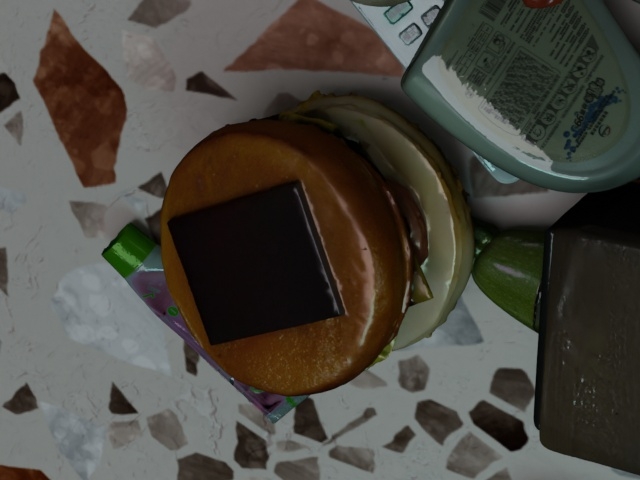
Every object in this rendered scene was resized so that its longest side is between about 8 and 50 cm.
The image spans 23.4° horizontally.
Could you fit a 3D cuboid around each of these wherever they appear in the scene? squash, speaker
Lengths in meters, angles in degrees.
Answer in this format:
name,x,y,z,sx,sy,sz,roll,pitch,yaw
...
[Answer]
name,x,y,z,sx,sy,sz,roll,pitch,yaw
squash,0.178,0.025,1.517,0.132,0.105,0.105,21,123,27
speaker,0.309,0.081,1.427,0.193,0.153,0.230,12,115,28

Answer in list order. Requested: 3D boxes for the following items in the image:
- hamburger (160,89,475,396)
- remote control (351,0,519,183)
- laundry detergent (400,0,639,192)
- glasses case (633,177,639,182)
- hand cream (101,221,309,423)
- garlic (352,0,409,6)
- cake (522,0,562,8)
name,x,y,z,sx,sy,sz,roll,pitch,yaw
hamburger,0.000,0.000,1.480,0.291,0.225,0.291,12,114,29
remote control,0.121,-0.191,1.438,0.103,0.051,0.293,-38,97,15
laundry detergent,0.233,-0.144,1.359,0.281,0.105,0.215,30,84,-2
glasses case,0.344,-0.077,1.418,0.170,0.041,0.064,10,120,16
hand cream,-0.122,0.089,1.695,0.275,0.050,0.079,43,149,-10
garlic,0.081,-0.287,1.360,0.198,0.090,0.128,-36,82,12
cake,0.222,-0.377,1.169,0.270,0.269,0.319,48,124,-7
